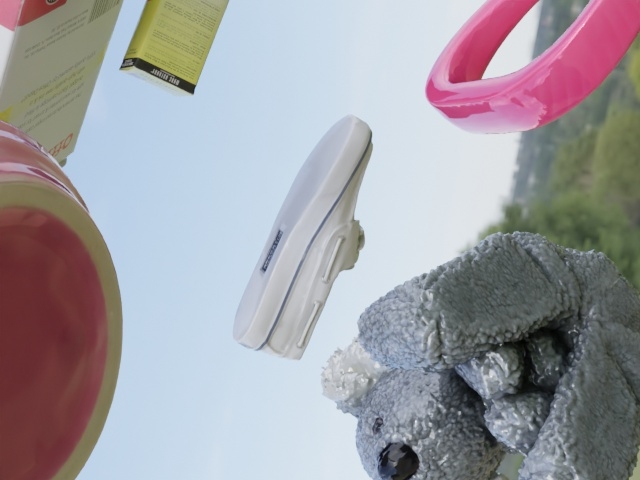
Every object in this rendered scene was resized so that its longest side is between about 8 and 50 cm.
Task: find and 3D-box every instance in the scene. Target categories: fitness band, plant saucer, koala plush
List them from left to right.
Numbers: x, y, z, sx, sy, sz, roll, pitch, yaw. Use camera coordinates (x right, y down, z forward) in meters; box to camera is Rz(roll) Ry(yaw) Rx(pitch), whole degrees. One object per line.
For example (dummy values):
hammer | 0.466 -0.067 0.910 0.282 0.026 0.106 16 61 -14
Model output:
plant saucer | -0.244 0.077 0.984 0.332 0.084 0.332 -17 -70 -57
koala plush | 0.105 0.114 0.987 0.203 0.196 0.221 -37 -6 -46
fitness band | 0.180 -0.177 1.125 0.209 0.054 0.291 -58 15 -7

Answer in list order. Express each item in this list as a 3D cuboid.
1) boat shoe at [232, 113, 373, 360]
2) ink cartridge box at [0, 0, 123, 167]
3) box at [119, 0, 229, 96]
boat shoe | 0.000 0.000 1.440 0.258 0.084 0.095 -62 20 14
ink cartridge box | -0.371 -0.233 1.680 0.384 0.160 0.279 -66 -8 32
box | -0.156 -0.294 1.710 0.058 0.087 0.232 10 79 61
